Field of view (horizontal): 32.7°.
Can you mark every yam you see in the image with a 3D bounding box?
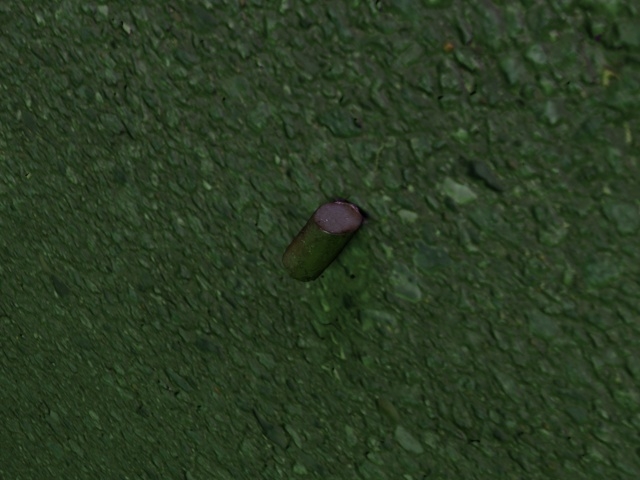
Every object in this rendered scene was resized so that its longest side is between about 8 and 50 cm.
[{"bbox_3d":[0.000,0.000,0.969,0.043,0.043,0.094,46,142,8],"label":"yam"}]
